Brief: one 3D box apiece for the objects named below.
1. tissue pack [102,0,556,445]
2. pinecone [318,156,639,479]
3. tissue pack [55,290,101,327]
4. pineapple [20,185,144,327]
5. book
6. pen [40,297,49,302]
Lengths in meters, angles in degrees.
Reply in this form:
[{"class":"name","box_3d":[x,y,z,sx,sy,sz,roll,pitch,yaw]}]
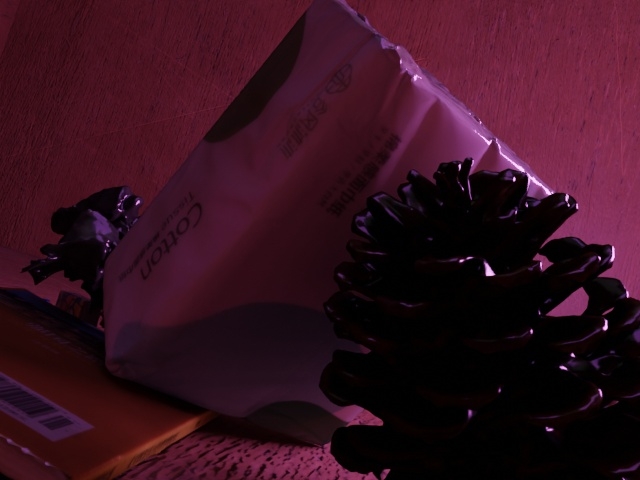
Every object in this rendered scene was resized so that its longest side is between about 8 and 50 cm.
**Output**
[{"class":"tissue pack","box_3d":[0.001,0.001,0.621,0.266,0.356,0.194,30,21,-36]},{"class":"pinecone","box_3d":[0.112,0.078,0.456,0.246,0.292,0.246,-13,22,5]},{"class":"tissue pack","box_3d":[-0.331,0.105,0.895,0.035,0.063,0.083,18,-4,-42]},{"class":"pineapple","box_3d":[-0.212,0.038,0.807,0.222,0.223,0.357,13,-14,28]},{"class":"book","box_3d":[-0.229,0.095,0.530,0.262,0.028,0.374,25,-5,7]},{"class":"pen","box_3d":[-0.534,0.069,0.961,0.268,0.033,0.033,20,-7,-29]}]
